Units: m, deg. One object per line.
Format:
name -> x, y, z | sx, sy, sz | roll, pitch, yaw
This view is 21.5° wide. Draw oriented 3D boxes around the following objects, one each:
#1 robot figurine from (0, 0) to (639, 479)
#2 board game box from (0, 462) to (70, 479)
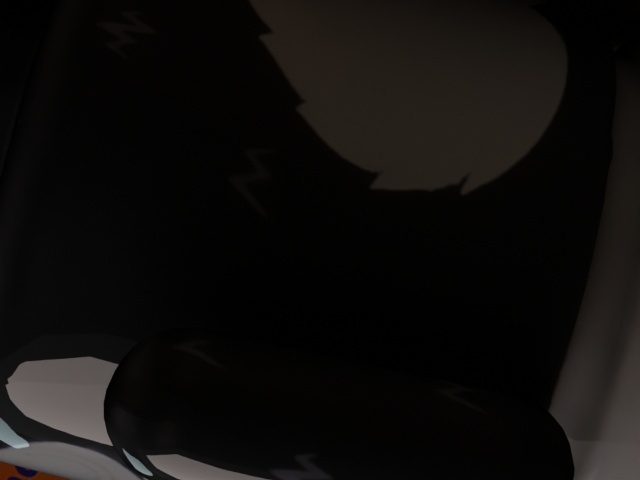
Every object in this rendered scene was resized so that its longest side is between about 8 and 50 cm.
robot figurine -> 0.001, -0.003, 0.487 | 0.278, 0.209, 0.173 | 16, 154, -5
board game box -> -0.341, 0.058, 0.741 | 0.356, 0.356, 0.356 | 16, -170, -33
